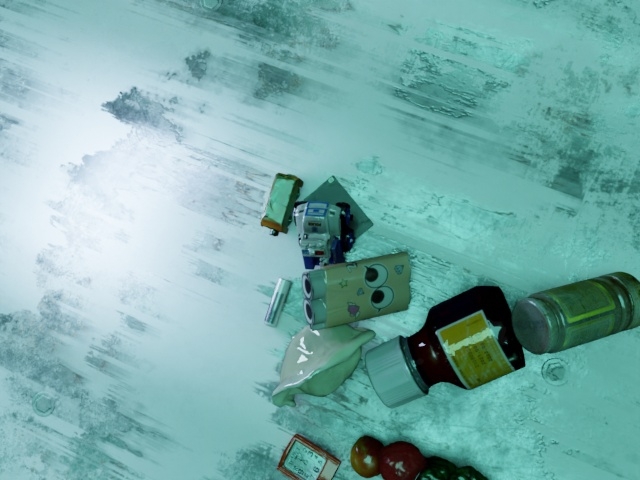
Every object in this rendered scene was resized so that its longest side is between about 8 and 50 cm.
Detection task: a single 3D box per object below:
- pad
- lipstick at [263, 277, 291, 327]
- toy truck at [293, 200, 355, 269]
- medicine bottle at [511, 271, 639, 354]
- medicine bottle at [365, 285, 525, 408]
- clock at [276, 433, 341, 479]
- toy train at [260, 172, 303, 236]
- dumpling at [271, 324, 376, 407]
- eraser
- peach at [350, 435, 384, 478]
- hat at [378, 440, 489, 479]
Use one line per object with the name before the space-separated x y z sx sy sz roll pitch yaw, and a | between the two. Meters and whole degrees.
pad | 0.052 -0.083 1.926 0.116 0.004 0.193 -39 80 4
lipstick | -0.124 0.178 1.906 0.040 0.040 0.141 19 87 11
toy truck | 0.000 0.000 1.821 0.161 0.213 0.177 3 44 14
medicine bottle | 0.644 0.180 1.655 0.322 0.151 0.151 -10 81 -24
medicine bottle | 0.318 0.285 1.738 0.395 0.242 0.243 -25 80 19
clock | -0.031 0.617 1.835 0.155 0.061 0.113 28 89 14
toy train | -0.109 -0.103 1.905 0.072 0.099 0.188 17 86 10
dumpling | -0.012 0.318 1.768 0.318 0.243 0.187 -42 78 15
eraser | 0.098 0.131 1.779 0.290 0.087 0.171 -10 108 -20
peach | 0.128 0.580 1.792 0.100 0.101 0.101 -1 84 9
hat | 0.277 0.660 1.706 0.332 0.242 0.274 41 67 19
